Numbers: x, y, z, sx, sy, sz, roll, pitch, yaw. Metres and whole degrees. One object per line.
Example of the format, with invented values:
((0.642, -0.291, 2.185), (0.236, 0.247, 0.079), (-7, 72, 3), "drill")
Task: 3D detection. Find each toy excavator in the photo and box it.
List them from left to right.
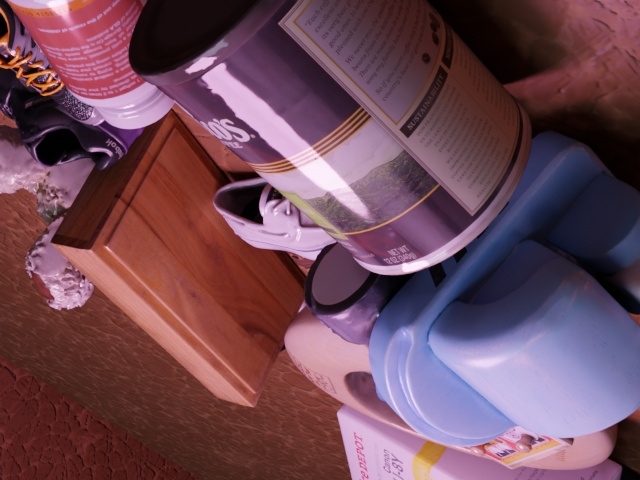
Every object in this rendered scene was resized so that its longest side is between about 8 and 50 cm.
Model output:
((0.258, 0.037, 0.907), (0.222, 0.433, 0.445), (41, 180, -33), "toy excavator")

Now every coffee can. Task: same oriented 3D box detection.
((0.014, -0.128, 0.872), (0.201, 0.201, 0.275), (-4, 144, 49), "coffee can")

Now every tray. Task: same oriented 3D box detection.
((-0.159, 0.034, 1.390), (0.076, 0.203, 0.411), (10, 153, 32), "tray")

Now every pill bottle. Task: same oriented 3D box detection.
((-0.214, -0.206, 1.036), (0.121, 0.121, 0.216), (15, 155, 22), "pill bottle")

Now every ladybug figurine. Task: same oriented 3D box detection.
((0.163, 0.151, 1.368), (0.449, 0.162, 0.305), (15, 154, 22), "ladybug figurine")

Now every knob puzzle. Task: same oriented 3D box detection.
((0.172, 0.216, 1.254), (0.213, 0.030, 0.213), (21, 156, 10), "knob puzzle")

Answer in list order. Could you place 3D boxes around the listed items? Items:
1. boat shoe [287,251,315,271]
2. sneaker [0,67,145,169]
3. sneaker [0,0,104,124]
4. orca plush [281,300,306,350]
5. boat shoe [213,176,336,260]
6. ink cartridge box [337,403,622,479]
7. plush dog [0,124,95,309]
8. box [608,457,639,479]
((0.000, 0.000, 1.335), (0.060, 0.064, 0.178), (28, 160, -12), "boat shoe")
((-0.332, -0.154, 1.265), (0.283, 0.124, 0.107), (10, 153, 32), "sneaker")
((-0.305, -0.201, 1.127), (0.084, 0.083, 0.215), (-20, 118, 39), "sneaker")
((-0.093, 0.127, 1.652), (0.287, 0.102, 0.151), (20, 157, 12), "orca plush")
((-0.035, -0.033, 1.262), (0.258, 0.095, 0.084), (-4, 148, 48), "boat shoe")
((0.229, 0.364, 1.608), (0.384, 0.160, 0.279), (28, 148, 29), "ink cartridge box")
((-0.307, -0.048, 1.438), (0.262, 0.210, 0.225), (61, 175, 10), "plush dog")
((0.398, 0.419, 1.778), (0.184, 0.103, 0.261), (32, 156, -17), "box")
